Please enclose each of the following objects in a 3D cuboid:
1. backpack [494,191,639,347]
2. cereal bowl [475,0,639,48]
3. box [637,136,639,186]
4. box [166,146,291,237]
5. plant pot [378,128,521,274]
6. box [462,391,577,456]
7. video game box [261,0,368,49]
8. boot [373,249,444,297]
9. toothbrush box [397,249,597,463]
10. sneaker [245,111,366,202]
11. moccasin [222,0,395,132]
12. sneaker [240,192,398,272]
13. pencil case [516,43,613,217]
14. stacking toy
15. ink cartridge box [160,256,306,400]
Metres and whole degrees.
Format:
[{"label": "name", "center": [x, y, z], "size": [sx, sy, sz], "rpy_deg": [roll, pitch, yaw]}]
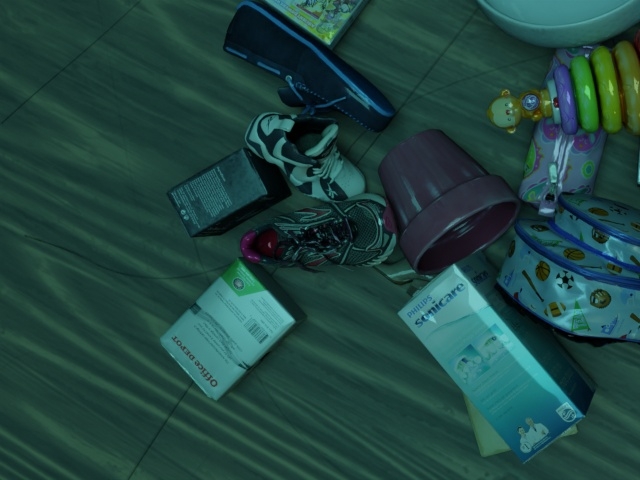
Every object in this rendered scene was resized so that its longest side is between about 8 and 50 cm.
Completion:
[{"label": "backpack", "center": [0.403, 0.049, 1.594], "size": [0.276, 0.263, 0.213], "rpy_deg": [33, 120, 55]}, {"label": "cereal bowl", "center": [0.393, -0.436, 1.683], "size": [0.339, 0.141, 0.339], "rpy_deg": [-8, 64, 17]}, {"label": "box", "center": [0.548, -0.126, 1.698], "size": [0.101, 0.102, 0.087], "rpy_deg": [4, 91, 16]}, {"label": "box", "center": [-0.153, -0.080, 1.852], "size": [0.158, 0.156, 0.093], "rpy_deg": [-29, 85, 13]}, {"label": "plant pot", "center": [0.192, -0.072, 1.757], "size": [0.201, 0.201, 0.180], "rpy_deg": [-37, 67, 13]}, {"label": "box", "center": [0.319, 0.243, 1.809], "size": [0.164, 0.021, 0.201], "rpy_deg": [-17, 87, 14]}, {"label": "video game box", "center": [-0.007, -0.456, 1.847], "size": [0.205, 0.048, 0.187], "rpy_deg": [37, 88, 11]}, {"label": "boot", "center": [0.153, 0.041, 1.840], "size": [0.118, 0.042, 0.087], "rpy_deg": [36, 93, 10]}, {"label": "toothbrush box", "center": [0.280, 0.171, 1.691], "size": [0.126, 0.216, 0.295], "rpy_deg": [-44, 80, 17]}, {"label": "sneaker", "center": [0.005, -0.135, 1.769], "size": [0.235, 0.153, 0.094], "rpy_deg": [38, 73, -23]}, {"label": "moccasin", "center": [-0.022, -0.274, 1.842], "size": [0.342, 0.137, 0.117], "rpy_deg": [41, 105, 24]}, {"label": "sneaker", "center": [0.000, 0.000, 1.782], "size": [0.299, 0.112, 0.121], "rpy_deg": [-14, 88, 41]}, {"label": "pencil case", "center": [0.397, -0.175, 1.727], "size": [0.124, 0.124, 0.284], "rpy_deg": [15, 95, 14]}, {"label": "stacking toy", "center": [0.396, -0.217, 1.606], "size": [0.302, 0.166, 0.175], "rpy_deg": [-10, 102, 10]}, {"label": "ink cartridge box", "center": [-0.153, 0.153, 1.894], "size": [0.208, 0.087, 0.153], "rpy_deg": [-44, 81, 11]}]
